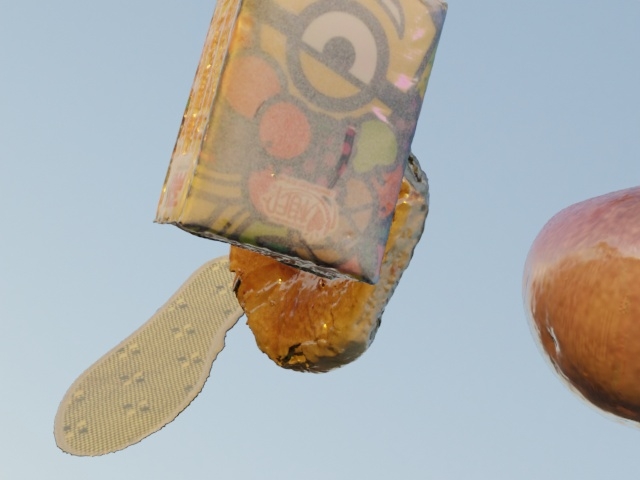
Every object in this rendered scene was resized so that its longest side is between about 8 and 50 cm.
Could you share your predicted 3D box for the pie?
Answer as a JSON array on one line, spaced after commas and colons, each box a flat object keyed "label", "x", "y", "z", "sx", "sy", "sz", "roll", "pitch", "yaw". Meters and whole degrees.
[{"label": "pie", "x": 0.000, "y": 0.000, "z": 1.168, "sx": 0.046, "sy": 0.195, "sz": 0.195, "roll": 17, "pitch": -6, "yaw": -40}]

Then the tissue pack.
[{"label": "tissue pack", "x": -0.008, "y": -0.063, "z": 0.769, "sx": 0.109, "sy": 0.148, "sz": 0.060, "roll": 18, "pitch": -7, "yaw": -23}]

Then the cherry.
[{"label": "cherry", "x": 0.272, "y": 0.056, "z": 1.274, "sx": 0.239, "sy": 0.239, "sz": 0.206, "roll": -19, "pitch": -91, "yaw": 62}]

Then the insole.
[{"label": "insole", "x": -0.117, "y": 0.082, "z": 1.268, "sx": 0.109, "sy": 0.322, "sz": 0.007, "roll": 4, "pitch": -62, "yaw": 22}]
